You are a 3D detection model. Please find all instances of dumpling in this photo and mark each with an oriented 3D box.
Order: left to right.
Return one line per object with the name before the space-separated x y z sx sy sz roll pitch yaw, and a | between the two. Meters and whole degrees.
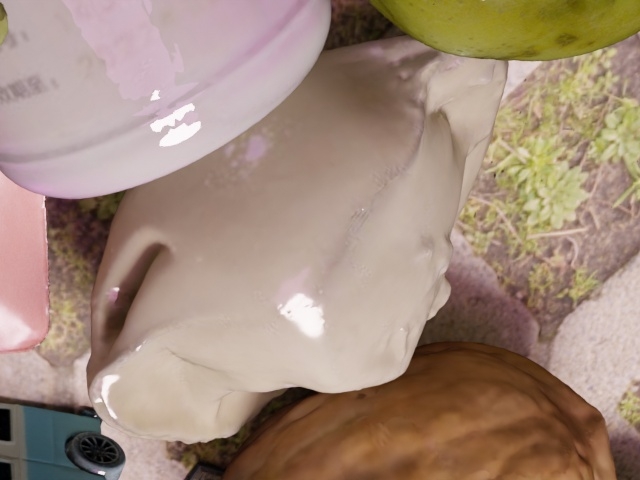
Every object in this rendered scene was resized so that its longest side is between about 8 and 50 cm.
dumpling | 0.000 0.000 1.086 0.395 0.233 0.315 -49 156 1

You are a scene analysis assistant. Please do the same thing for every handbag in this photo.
handbag | -0.277 -0.013 1.020 0.157 0.059 0.212 -7 122 -16

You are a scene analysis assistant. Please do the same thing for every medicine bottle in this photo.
medicine bottle | -0.154 -0.205 0.839 0.241 0.241 0.302 -28 118 2

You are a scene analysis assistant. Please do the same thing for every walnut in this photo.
walnut | 0.086 0.233 1.180 0.344 0.306 0.306 -34 126 8

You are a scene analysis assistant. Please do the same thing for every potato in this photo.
potato | 0.142 -0.227 0.930 0.304 0.216 0.216 -18 132 -41

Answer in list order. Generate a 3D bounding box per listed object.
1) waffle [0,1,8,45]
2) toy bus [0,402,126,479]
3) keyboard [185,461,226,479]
waffle | -0.329 -0.123 0.761 0.297 0.073 0.317 40 123 -11
toy bus | -0.242 0.249 1.098 0.165 0.271 0.133 15 116 -22
keyboard | -0.052 0.250 1.316 0.176 0.014 0.055 22 110 -29
